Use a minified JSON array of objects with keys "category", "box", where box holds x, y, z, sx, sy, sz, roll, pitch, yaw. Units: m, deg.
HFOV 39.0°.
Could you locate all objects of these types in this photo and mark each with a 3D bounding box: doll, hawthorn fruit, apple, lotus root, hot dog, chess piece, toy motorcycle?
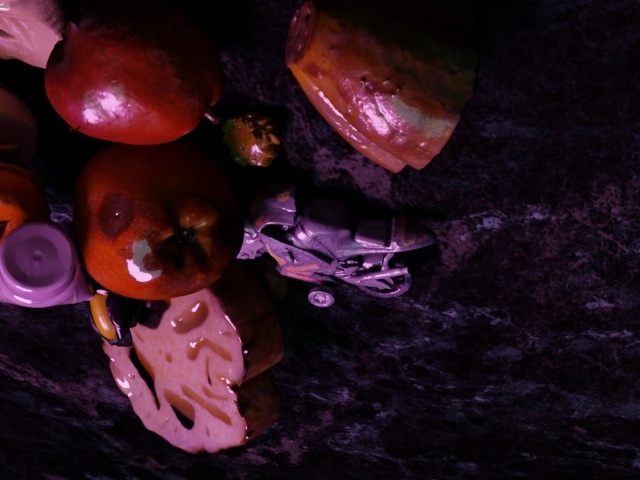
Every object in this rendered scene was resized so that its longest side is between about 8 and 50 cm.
[{"category":"doll","box":[-0.321,0.056,1.386,0.088,0.127,0.248,7,119,9]},{"category":"hawthorn fruit","box":[-0.201,-0.188,1.027,0.202,0.185,0.185,27,143,-25]},{"category":"apple","box":[-0.209,-0.028,1.196,0.230,0.229,0.230,8,145,6]},{"category":"lotus root","box":[-0.225,0.174,1.486,0.375,0.111,0.390,29,129,19]},{"category":"hot dog","box":[-0.156,0.103,1.509,0.289,0.068,0.083,-27,94,41]},{"category":"lotus root","box":[0.053,-0.177,0.944,0.180,0.199,0.188,18,138,-17]},{"category":"chess piece","box":[-0.347,-0.285,1.004,0.137,0.137,0.301,6,155,8]},{"category":"toy motorcycle","box":[0.000,0.000,1.292,0.307,0.108,0.173,13,140,-4]}]

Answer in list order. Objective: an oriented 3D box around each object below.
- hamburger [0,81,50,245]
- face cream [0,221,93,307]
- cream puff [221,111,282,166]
[{"category":"hamburger","box":[-0.497,-0.082,1.175,0.291,0.225,0.291,-17,162,-6]},{"category":"face cream","box":[-0.375,0.053,1.206,0.154,0.096,0.274,0,166,-18]},{"category":"cream puff","box":[-0.085,-0.132,1.177,0.058,0.083,0.083,-11,153,-47]}]
